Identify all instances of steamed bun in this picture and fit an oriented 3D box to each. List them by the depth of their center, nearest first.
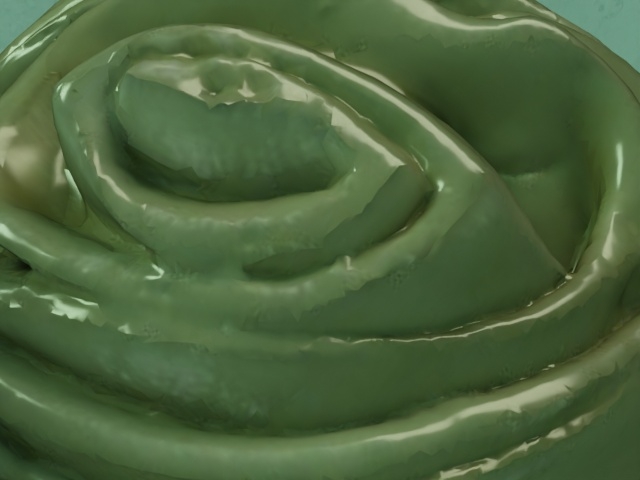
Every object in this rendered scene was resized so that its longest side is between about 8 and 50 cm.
[{"bbox_3d":[0.008,0.006,0.445,0.309,0.324,0.219,36,-38,16],"label":"steamed bun"}]
